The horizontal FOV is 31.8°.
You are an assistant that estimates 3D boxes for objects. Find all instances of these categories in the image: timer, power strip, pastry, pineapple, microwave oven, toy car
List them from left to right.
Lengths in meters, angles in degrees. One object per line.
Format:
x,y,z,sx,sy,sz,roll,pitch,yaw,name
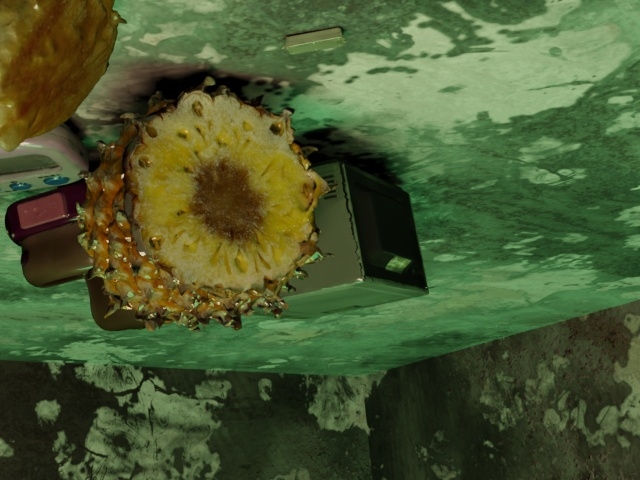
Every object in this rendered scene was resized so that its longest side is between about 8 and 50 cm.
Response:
-0.446,-0.123,1.613,0.208,0.069,0.191,-6,166,7,timer
-0.294,-0.205,1.177,0.100,0.218,0.229,32,-164,12,pastry
-0.342,0.027,1.831,0.271,0.240,0.341,-14,172,24,toy car
-0.171,-0.027,1.552,0.352,0.352,0.300,1,163,-22,pineapple
-0.009,-0.250,1.413,0.083,0.017,0.027,-8,163,6,power strip
0.000,0.000,1.866,0.286,0.218,0.355,-14,169,21,microwave oven
